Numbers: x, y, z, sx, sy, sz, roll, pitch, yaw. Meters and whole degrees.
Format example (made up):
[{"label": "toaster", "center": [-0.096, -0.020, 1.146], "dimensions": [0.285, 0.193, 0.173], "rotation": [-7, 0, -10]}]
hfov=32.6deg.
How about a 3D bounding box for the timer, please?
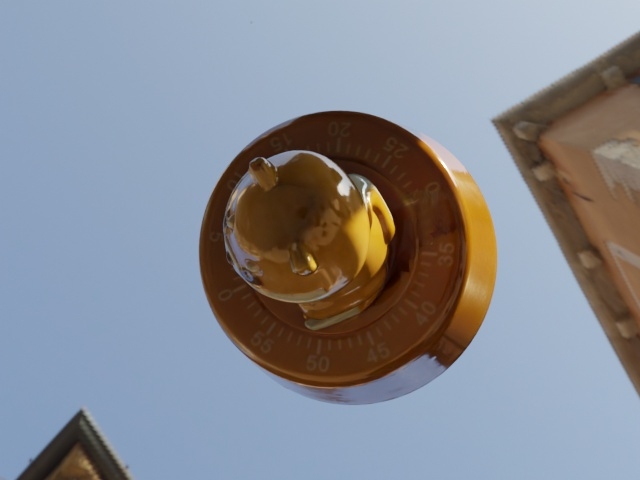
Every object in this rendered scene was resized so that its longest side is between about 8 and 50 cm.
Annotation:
[{"label": "timer", "center": [0.000, 0.000, 0.431], "dimensions": [0.132, 0.152, 0.132], "rotation": [-2, -97, 12]}]
